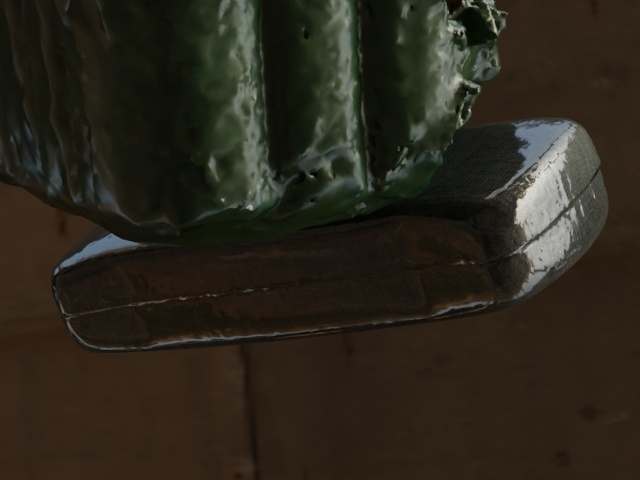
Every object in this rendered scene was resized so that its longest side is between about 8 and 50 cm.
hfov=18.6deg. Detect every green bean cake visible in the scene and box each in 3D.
[{"bbox_3d":[-0.026,-0.112,1.014,0.308,0.300,0.169,24,-56,58],"label":"green bean cake"}]

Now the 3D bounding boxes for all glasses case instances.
[{"bbox_3d":[0.000,0.000,1.090,0.323,0.131,0.074,-8,-71,36],"label":"glasses case"}]
